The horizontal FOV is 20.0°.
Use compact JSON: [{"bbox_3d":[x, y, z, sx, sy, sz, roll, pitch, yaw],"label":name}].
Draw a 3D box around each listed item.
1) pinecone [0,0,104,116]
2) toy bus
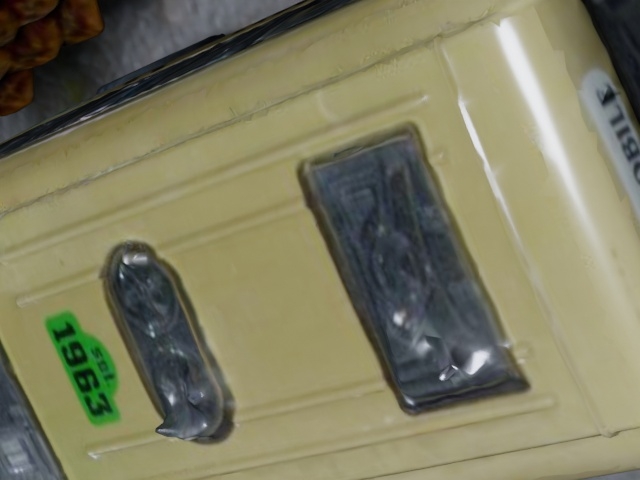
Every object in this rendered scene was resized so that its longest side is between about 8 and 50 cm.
[{"bbox_3d":[-0.212,-0.157,0.687,0.264,0.264,0.264,18,121,32],"label":"pinecone"},{"bbox_3d":[0.000,0.000,0.619,0.365,0.202,0.177,-19,99,44],"label":"toy bus"}]
